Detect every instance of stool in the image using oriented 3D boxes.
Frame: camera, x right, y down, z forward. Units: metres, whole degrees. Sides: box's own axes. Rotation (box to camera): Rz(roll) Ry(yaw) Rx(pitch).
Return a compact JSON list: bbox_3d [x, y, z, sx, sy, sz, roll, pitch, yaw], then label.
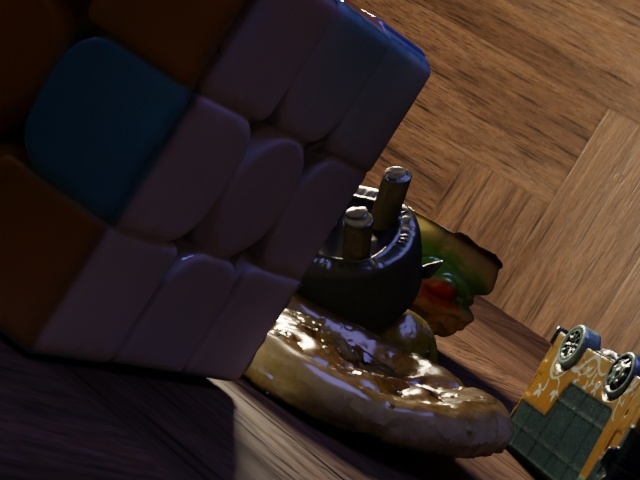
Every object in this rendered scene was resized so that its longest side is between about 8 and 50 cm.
[{"bbox_3d":[0.001,0.006,1.663,0.228,0.139,0.153,-13,40,-11],"label":"stool"}]

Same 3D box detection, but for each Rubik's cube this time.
[{"bbox_3d":[-0.148,-0.100,1.162,0.292,0.291,0.290,34,5,23],"label":"Rubik's cube"}]

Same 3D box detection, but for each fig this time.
[{"bbox_3d":[0.078,0.113,1.686,0.082,0.084,0.098,1,11,3],"label":"fig"}]

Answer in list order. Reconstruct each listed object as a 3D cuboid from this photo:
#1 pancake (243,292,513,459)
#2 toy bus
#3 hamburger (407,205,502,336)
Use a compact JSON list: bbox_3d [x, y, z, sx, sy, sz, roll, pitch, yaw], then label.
[{"bbox_3d":[0.012,0.100,1.466,0.356,0.065,0.356,27,3,-2],"label":"pancake"},{"bbox_3d":[0.300,0.198,1.663,0.138,0.167,0.275,30,0,-15],"label":"toy bus"},{"bbox_3d":[0.113,0.043,2.184,0.237,0.149,0.237,31,-4,2],"label":"hamburger"}]
